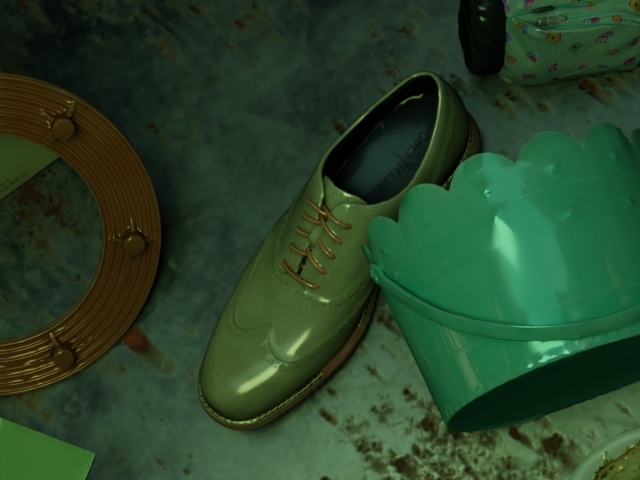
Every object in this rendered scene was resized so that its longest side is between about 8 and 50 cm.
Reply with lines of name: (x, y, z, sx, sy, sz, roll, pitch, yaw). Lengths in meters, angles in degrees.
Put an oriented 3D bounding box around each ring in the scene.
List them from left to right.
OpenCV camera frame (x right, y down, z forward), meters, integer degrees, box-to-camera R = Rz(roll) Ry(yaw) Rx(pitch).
ring: (-0.321, 0.003, 1.382, 0.337, 0.336, 0.032, -37, 26, 1)

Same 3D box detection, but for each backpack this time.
backpack: (0.230, -0.219, 1.387, 0.182, 0.152, 0.115, -8, 75, -1)

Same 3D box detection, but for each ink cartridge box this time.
ink cartridge box: (-0.366, 0.248, 1.428, 0.235, 0.056, 0.171, 16, 76, 21)

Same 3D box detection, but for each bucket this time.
bucket: (0.192, 0.040, 1.240, 0.281, 0.281, 0.183, -22, 71, 7)

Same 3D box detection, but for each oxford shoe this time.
oxford shoe: (0.000, 0.000, 1.361, 0.140, 0.146, 0.397, 31, 82, 21)

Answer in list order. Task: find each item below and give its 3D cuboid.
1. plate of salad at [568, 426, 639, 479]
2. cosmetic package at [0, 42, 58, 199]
plate of salad: (0.305, 0.258, 1.247, 0.200, 0.048, 0.199, -4, 71, 13)
cosmetic package: (-0.394, -0.153, 1.429, 0.160, 0.309, 0.113, -37, 64, 2)
